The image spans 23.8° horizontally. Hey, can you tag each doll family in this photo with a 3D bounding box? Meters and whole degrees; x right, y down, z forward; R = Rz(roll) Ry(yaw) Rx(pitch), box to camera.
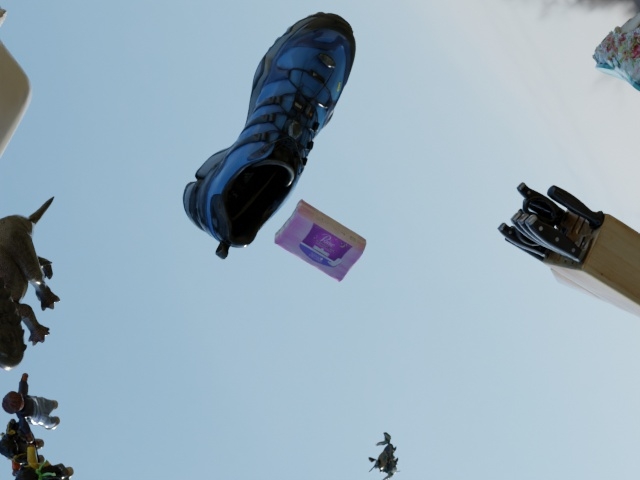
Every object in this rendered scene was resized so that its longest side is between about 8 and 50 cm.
[{"bbox_3d":[-0.342,0.255,1.799,0.111,0.076,0.193,31,-146,-65],"label":"doll family"}]

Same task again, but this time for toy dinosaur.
[{"bbox_3d":[-0.437,0.046,2.117,0.313,0.121,0.160,-59,-39,-26],"label":"toy dinosaur"}]

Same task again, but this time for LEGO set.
[{"bbox_3d":[0.071,0.251,1.654,0.023,0.083,0.054,10,-163,-25],"label":"LEGO set"}]

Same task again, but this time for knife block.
[{"bbox_3d":[0.381,0.018,2.044,0.276,0.088,0.242,25,174,19],"label":"knife block"}]

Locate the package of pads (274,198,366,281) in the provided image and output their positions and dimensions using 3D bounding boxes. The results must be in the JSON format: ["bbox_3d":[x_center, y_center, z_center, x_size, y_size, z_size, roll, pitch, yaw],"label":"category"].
[{"bbox_3d":[0.000,0.000,1.537,0.083,0.050,0.032,31,-149,-10],"label":"package of pads"}]

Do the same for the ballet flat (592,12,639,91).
[{"bbox_3d":[0.292,-0.163,1.308,0.091,0.077,0.241,21,-170,-4],"label":"ballet flat"}]

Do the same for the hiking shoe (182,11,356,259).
[{"bbox_3d":[-0.039,-0.119,1.769,0.113,0.304,0.132,26,-171,-29],"label":"hiking shoe"}]

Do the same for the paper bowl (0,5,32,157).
[{"bbox_3d":[-0.362,-0.091,1.360,0.148,0.284,0.284,30,-157,-12],"label":"paper bowl"}]

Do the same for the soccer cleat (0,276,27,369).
[{"bbox_3d":[-0.497,0.046,1.954,0.318,0.116,0.108,55,-164,3],"label":"soccer cleat"}]
